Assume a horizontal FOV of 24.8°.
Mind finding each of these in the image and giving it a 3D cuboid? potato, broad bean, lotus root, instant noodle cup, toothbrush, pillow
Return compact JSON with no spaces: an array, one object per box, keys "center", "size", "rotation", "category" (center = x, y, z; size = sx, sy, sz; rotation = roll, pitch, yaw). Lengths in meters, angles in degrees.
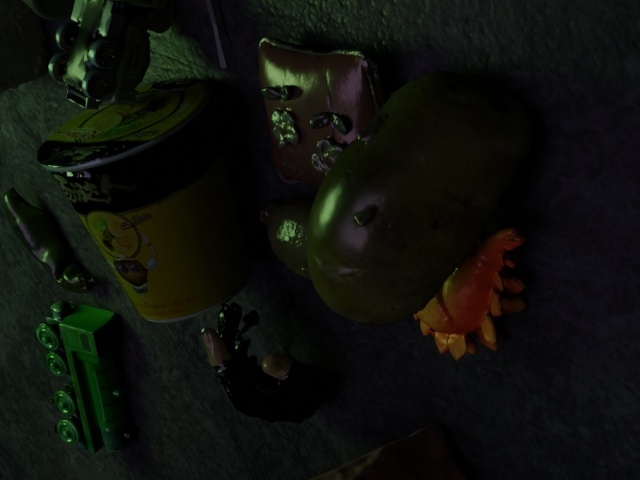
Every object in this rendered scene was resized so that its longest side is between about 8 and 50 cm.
[{"center":[0.064,-0.045,1.352],"size":[0.160,0.111,0.272],"rotation":[50,117,34],"category":"potato"},{"center":[-0.384,0.009,2.064],"size":[0.195,0.046,0.061],"rotation":[45,129,15],"category":"broad bean"},{"center":[-0.001,0.001,1.568],"size":[0.183,0.077,0.090],"rotation":[23,128,39],"category":"lotus root"},{"center":[-0.186,-0.042,1.679],"size":[0.215,0.215,0.236],"rotation":[9,128,48],"category":"instant noodle cup"},{"center":[-0.126,-0.284,1.596],"size":[0.017,0.014,0.194],"rotation":[4,115,49],"category":"toothbrush"},{"center":[0.001,-0.121,1.493],"size":[0.179,0.075,0.171],"rotation":[16,124,46],"category":"pillow"}]

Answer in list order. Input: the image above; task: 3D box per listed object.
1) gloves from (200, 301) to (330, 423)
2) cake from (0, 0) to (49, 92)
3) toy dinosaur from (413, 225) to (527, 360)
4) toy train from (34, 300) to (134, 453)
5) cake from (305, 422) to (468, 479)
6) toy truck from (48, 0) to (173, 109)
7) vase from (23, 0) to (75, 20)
[{"center":[-0.083,0.149,1.679],"size":[0.106,0.180,0.129],"rotation":[-51,40,11],"category":"gloves"},{"center":[-0.440,-0.264,1.899],"size":[0.147,0.134,0.135],"rotation":[9,119,37],"category":"cake"},{"center":[0.140,0.062,1.450],"size":[0.117,0.070,0.288],"rotation":[56,148,8],"category":"toy dinosaur"},{"center":[-0.333,0.201,2.100],"size":[0.119,0.085,0.251],"rotation":[10,124,29],"category":"toy train"},{"center":[0.039,0.397,1.587],"size":[0.293,0.314,0.307],"rotation":[-39,71,51],"category":"cake"},{"center":[-0.225,-0.241,1.644],"size":[0.085,0.116,0.191],"rotation":[26,106,40],"category":"toy truck"},{"center":[-0.374,-0.355,1.803],"size":[0.214,0.086,0.086],"rotation":[39,138,35],"category":"vase"}]
